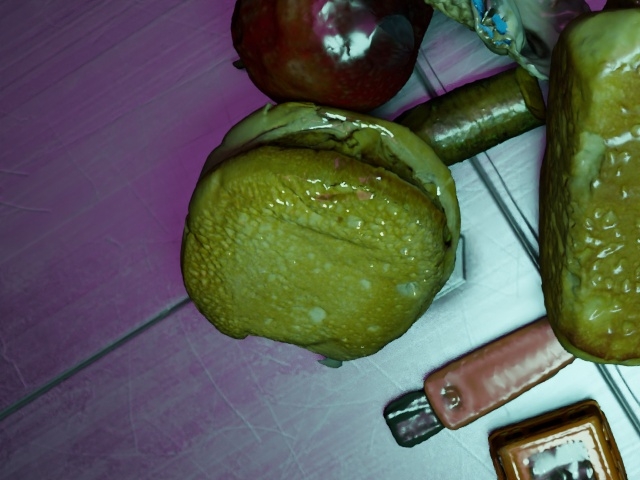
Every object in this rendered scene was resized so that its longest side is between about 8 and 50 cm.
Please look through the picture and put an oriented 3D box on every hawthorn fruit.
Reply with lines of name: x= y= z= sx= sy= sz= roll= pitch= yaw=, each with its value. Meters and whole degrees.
hawthorn fruit: x=-0.002 y=-0.230 z=1.696 sx=0.210 sy=0.266 sz=0.230 roll=24 pitch=54 yaw=-29

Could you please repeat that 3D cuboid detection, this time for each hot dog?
hot dog: x=0.323 y=-0.080 z=1.604 sx=0.185 sy=0.223 sz=0.405 roll=-1 pitch=123 yaw=0

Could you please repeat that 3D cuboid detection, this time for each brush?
brush: x=0.219 y=0.139 z=1.752 sx=0.323 sy=0.051 sz=0.070 roll=-27 pitch=81 yaw=9

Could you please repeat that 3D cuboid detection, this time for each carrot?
carrot: x=0.164 y=-0.132 z=1.734 sx=0.173 sy=0.082 sz=0.082 roll=-24 pitch=88 yaw=9

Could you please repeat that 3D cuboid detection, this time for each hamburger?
hamburger: x=0.000 y=0.000 z=1.676 sx=0.290 sy=0.170 sz=0.314 roll=18 pitch=131 yaw=-2

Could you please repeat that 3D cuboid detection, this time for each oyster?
oyster: x=0.216 y=-0.245 z=1.685 sx=0.083 sy=0.214 sz=0.223 roll=-24 pitch=99 yaw=44

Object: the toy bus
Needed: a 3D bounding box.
toy bus: x=0.294 y=0.349 z=1.694 sx=0.143 sy=0.153 sz=0.329 roll=-19 pitch=89 yaw=5
